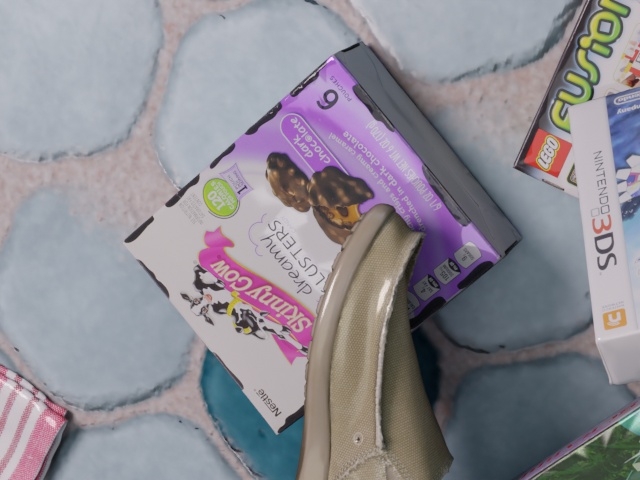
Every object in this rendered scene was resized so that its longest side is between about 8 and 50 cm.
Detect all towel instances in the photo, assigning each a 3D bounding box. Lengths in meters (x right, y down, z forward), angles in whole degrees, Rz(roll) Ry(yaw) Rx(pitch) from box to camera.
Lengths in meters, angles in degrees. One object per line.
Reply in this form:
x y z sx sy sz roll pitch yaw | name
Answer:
-0.288 0.132 1.365 0.197 0.029 0.144 32 109 10 | towel

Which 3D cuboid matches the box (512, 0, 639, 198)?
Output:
0.209 -0.114 1.140 0.114 0.036 0.207 27 109 11 | box

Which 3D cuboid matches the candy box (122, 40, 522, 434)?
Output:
0.000 0.000 1.216 0.196 0.070 0.165 -40 88 22 | candy box

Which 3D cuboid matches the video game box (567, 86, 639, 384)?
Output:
0.243 -0.025 1.036 0.205 0.187 0.048 -15 136 15 | video game box

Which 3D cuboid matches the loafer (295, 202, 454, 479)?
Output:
0.036 0.112 1.136 0.092 0.102 0.268 9 98 7 | loafer

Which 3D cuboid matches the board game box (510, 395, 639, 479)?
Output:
0.253 0.243 1.130 0.318 0.066 0.319 -37 84 20 | board game box

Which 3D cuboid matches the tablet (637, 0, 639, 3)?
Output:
0.224 -0.159 1.101 0.054 0.006 0.083 43 112 5 | tablet
